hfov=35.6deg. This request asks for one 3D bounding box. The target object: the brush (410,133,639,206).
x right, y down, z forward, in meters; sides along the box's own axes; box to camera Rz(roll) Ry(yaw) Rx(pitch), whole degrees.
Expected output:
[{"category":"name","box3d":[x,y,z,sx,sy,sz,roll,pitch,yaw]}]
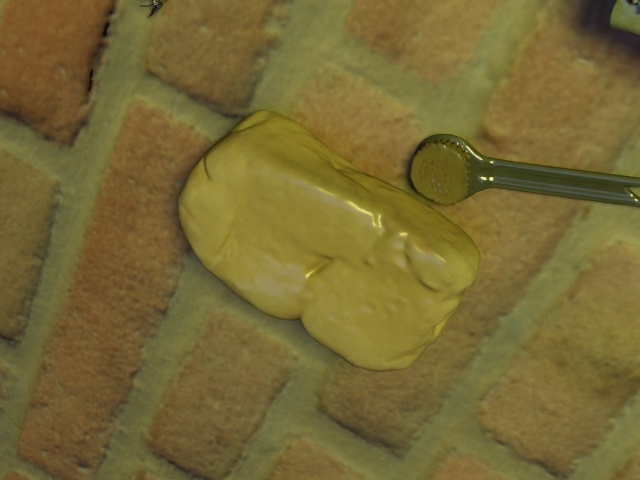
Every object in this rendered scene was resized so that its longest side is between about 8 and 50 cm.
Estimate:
[{"category":"brush","box3d":[0.201,-0.044,0.798,0.266,0.027,0.062,8,121,19]}]

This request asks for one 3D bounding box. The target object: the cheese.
[{"category":"cheese","box3d":[0.001,-0.001,0.872,0.263,0.093,0.159,31,123,6]}]

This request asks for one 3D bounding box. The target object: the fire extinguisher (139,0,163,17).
[{"category":"fire extinguisher","box3d":[-0.146,-0.232,0.841,0.038,0.025,0.083,-16,113,5]}]

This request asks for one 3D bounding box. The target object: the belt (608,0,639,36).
[{"category":"belt","box3d":[0.325,-0.218,0.590,0.325,0.122,0.260,17,117,11]}]
